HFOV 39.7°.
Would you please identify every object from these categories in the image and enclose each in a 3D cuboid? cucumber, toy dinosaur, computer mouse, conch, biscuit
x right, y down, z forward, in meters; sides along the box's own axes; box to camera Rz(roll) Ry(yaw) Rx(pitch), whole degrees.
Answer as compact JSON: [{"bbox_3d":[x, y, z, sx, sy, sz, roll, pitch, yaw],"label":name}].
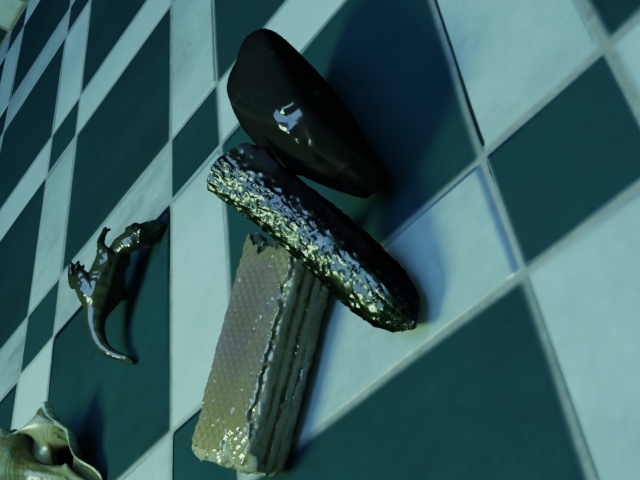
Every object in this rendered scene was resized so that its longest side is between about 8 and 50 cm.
[{"bbox_3d":[0.002,-0.002,0.776,0.245,0.067,0.067,40,106,26],"label":"cucumber"},{"bbox_3d":[-0.277,0.053,1.197,0.179,0.087,0.187,30,97,60],"label":"toy dinosaur"},{"bbox_3d":[-0.029,-0.120,0.886,0.086,0.138,0.269,-46,35,14],"label":"computer mouse"},{"bbox_3d":[-0.372,0.289,1.178,0.234,0.114,0.137,-11,66,13],"label":"conch"},{"bbox_3d":[-0.049,0.101,0.845,0.108,0.062,0.238,-6,66,53],"label":"biscuit"}]
